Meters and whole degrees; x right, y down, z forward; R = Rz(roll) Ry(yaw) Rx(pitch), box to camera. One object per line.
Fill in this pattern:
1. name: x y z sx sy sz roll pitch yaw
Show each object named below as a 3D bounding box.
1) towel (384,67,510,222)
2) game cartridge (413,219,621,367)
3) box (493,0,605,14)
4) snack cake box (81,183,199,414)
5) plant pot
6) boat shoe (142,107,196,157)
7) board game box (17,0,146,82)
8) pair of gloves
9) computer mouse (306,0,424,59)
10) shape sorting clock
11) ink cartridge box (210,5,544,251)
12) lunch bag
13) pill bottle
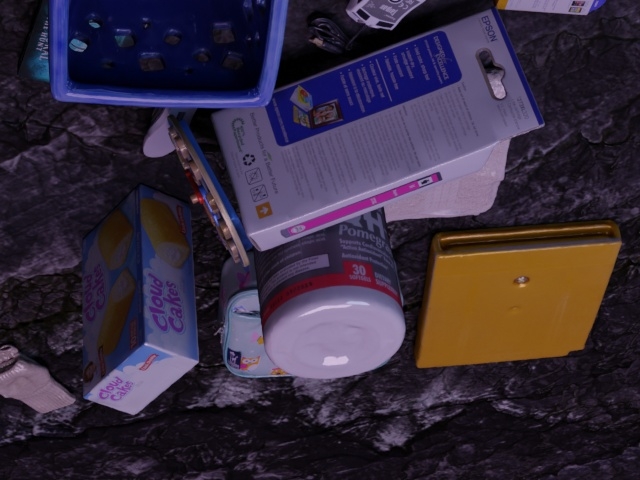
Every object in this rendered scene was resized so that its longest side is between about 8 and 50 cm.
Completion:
1. towel: 0.155 -0.120 1.862 0.187 0.049 0.282 -5 143 -5
2. game cartridge: 0.298 0.089 2.173 0.285 0.053 0.324 -4 145 -6
3. box: 0.280 -0.308 1.655 0.136 0.028 0.081 0 142 -15
4. snack cake box: -0.245 0.078 1.866 0.089 0.264 0.152 24 133 -35
5. plant pot: -0.160 -0.290 1.430 0.236 0.212 0.236 1 137 -12
6. boat shoe: -0.187 -0.159 1.751 0.049 0.040 0.142 4 143 -31
7. board game box: -0.271 -0.250 1.626 0.126 0.026 0.186 9 140 -21
8. pair of gloves: -0.536 0.249 2.224 0.240 0.042 0.204 -18 142 11
9. computer mouse: 0.071 -0.281 1.642 0.106 0.042 0.193 22 139 -28
10. shape sorting clock: -0.139 -0.059 1.694 0.040 0.206 0.206 -29 142 -2
11. ink cartridge box: 0.066 -0.133 1.659 0.371 0.176 0.069 -21 155 7
12. lunch bag: -0.021 0.108 2.080 0.279 0.108 0.224 -1 143 -9
13. pill bottle: 0.000 0.000 1.765 0.176 0.318 0.176 -6 144 -4
